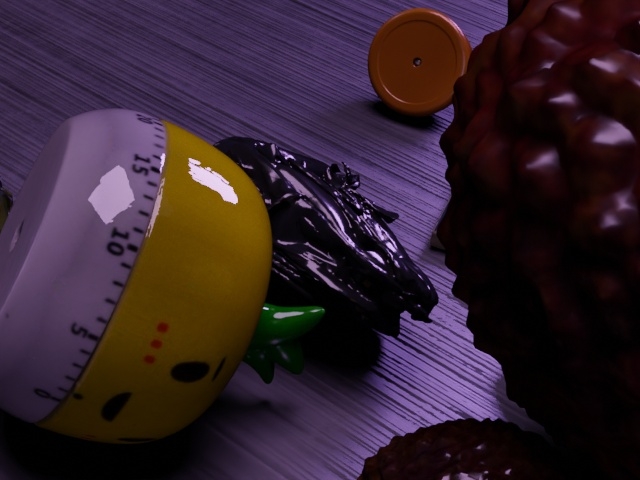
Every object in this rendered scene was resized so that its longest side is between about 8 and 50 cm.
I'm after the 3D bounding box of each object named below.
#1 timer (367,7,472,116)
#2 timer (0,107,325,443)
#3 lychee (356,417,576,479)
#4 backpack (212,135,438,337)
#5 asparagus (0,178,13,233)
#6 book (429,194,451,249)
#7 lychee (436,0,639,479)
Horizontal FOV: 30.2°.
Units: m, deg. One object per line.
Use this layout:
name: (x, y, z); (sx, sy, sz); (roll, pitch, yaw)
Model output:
timer: (0.146, -0.223, 1.517); (0.132, 0.132, 0.152); (20, 12, 20)
timer: (-0.121, 0.047, 0.961); (0.285, 0.285, 0.285); (4, 34, -3)
lychee: (0.112, 0.212, 0.812); (0.188, 0.188, 0.188); (4, 34, -3)
backpack: (0.000, 0.000, 1.099); (0.258, 0.133, 0.206); (42, 11, 30)
asparagus: (-0.360, 0.044, 1.027); (0.108, 0.128, 0.382); (-25, 30, 20)
book: (0.248, -0.045, 1.327); (0.191, 0.025, 0.269); (16, 35, 13)
lychee: (0.311, -0.007, 0.803); (0.500, 0.424, 0.424); (30, 26, -25)
